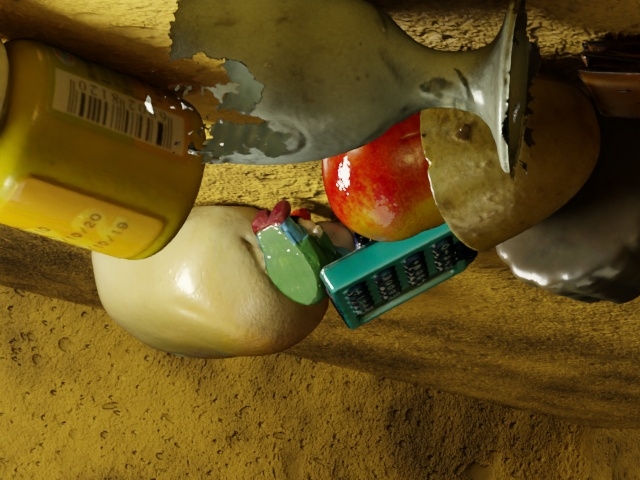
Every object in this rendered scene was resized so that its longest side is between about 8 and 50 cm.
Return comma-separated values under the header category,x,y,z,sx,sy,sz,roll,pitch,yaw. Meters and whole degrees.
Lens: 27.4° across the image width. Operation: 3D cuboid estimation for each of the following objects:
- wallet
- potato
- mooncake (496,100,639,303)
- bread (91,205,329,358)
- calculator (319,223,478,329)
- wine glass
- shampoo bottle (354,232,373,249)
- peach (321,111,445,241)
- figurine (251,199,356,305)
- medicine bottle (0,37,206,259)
category,x,y,z,sx,sy,sz,roll,pitch,yaw
wallet,0.362,-0.158,1.304,0.196,0.042,0.161,4,169,23
potato,0.211,-0.105,1.366,0.158,0.203,0.178,-23,123,29
mooncake,0.305,-0.037,1.450,0.228,0.228,0.124,-2,160,44
bread,-0.197,0.078,2.308,0.376,0.253,0.348,-2,159,38
calculator,0.129,0.044,2.064,0.248,0.058,0.274,-28,162,-1
wine glass,0.025,-0.157,1.248,0.357,0.190,0.190,4,166,11
shampoo bottle,0.088,0.003,2.118,0.050,0.087,0.183,2,166,12
peach,0.089,-0.097,1.614,0.190,0.192,0.190,-10,-161,4
figurine,-0.012,0.003,2.163,0.127,0.185,0.234,-35,-178,34
medicine bottle,-0.349,-0.125,1.575,0.384,0.224,0.224,18,165,-36
